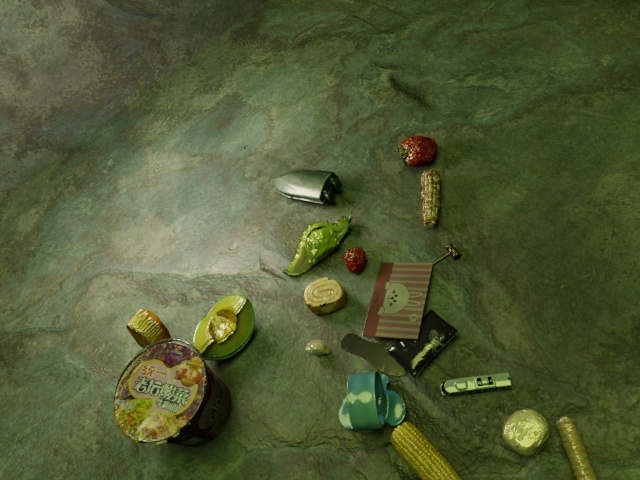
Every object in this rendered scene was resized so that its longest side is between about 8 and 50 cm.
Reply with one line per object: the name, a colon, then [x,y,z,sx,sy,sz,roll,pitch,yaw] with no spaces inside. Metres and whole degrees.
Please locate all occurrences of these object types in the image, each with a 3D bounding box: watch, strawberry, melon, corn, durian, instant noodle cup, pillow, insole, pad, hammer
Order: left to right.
instant noodle cup: [-0.466,0.531,1.838,0.340,0.266,0.340,-10,55,14]
melon: [-0.346,0.319,2.030,0.265,0.129,0.169,-50,33,-10]
durian: [0.000,0.001,2.105,0.375,0.106,0.132,-42,59,-3]
strawberry: [0.127,0.072,2.028,0.083,0.083,0.096,-10,91,15]
watch: [0.141,0.478,1.681,0.211,0.193,0.211,-9,57,14]
insole: [0.178,0.375,1.852,0.253,0.005,0.086,22,68,31]
pad: [0.265,0.198,1.900,0.202,0.005,0.300,-1,53,30]
strawberry: [0.383,-0.353,2.176,0.148,0.131,0.131,-28,52,12]
hammer: [0.354,0.110,1.946,0.292,0.029,0.058,-33,51,0]
pillow: [0.330,0.327,1.792,0.208,0.055,0.141,-41,47,-8]
corn: [0.301,0.627,1.583,0.093,0.093,0.244,-40,53,-7]
corn: [0.409,-0.157,2.063,0.079,0.079,0.237,-5,58,19]

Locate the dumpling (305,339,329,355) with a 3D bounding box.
dumpling: [-0.010,0.365,1.910,0.077,0.043,0.059,-10,33,19]

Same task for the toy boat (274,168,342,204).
toy boat: [-0.068,-0.227,2.292,0.319,0.092,0.141,13,64,35]

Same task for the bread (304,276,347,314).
bread: [0.014,0.194,1.990,0.149,0.073,0.122,-19,52,8]

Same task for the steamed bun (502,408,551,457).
steamed bun: [0.569,0.531,1.543,0.130,0.091,0.112,-45,52,-12]

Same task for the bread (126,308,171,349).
bread: [-0.632,0.342,2.074,0.132,0.190,0.114,25,62,30]

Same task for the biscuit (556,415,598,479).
biscuit: [0.690,0.583,1.482,0.055,0.061,0.219,-5,54,-7]

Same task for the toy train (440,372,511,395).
toy train: [0.465,0.434,1.676,0.207,0.047,0.043,-11,54,13]
